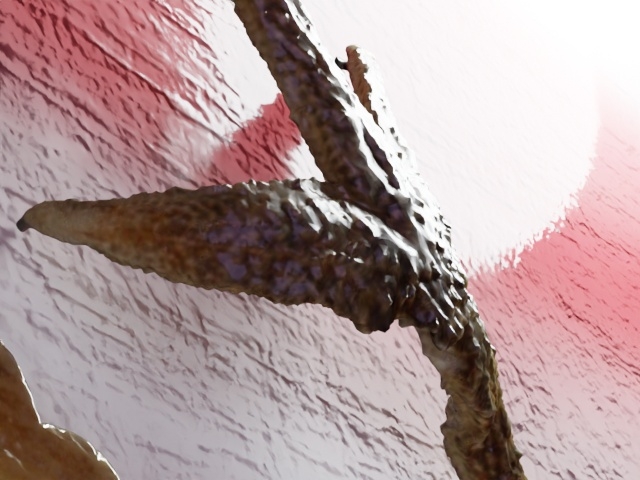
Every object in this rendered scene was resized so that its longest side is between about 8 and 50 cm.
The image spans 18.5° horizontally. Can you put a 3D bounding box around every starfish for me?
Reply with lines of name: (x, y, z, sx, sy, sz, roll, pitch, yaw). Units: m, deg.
starfish: (0.008, -0.005, 1.164, 0.398, 0.132, 0.384, 22, 45, -48)

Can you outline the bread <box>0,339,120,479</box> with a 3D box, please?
bread: (-0.182, 0.164, 0.833, 0.316, 0.054, 0.316, 33, 43, -37)
